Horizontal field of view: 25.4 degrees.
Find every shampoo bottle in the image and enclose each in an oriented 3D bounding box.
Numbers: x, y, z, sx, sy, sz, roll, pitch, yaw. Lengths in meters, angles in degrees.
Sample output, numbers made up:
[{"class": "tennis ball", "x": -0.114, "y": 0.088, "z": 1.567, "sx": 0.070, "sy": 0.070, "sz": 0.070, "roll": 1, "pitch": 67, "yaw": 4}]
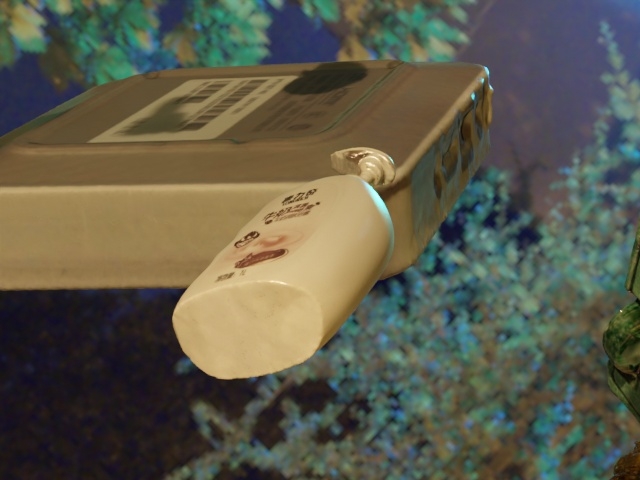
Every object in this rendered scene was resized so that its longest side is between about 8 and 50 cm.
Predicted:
[{"class": "shampoo bottle", "x": 0.000, "y": 0.000, "z": 0.613, "sx": 0.077, "sy": 0.045, "sz": 0.152, "roll": -15, "pitch": 19, "yaw": 34}]

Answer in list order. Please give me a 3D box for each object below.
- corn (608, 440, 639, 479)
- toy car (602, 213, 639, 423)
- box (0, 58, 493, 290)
[{"class": "corn", "x": 0.229, "y": 0.136, "z": 0.557, "sx": 0.106, "sy": 0.293, "sz": 0.106, "roll": -9, "pitch": -75, "yaw": -34}, {"class": "toy car", "x": 0.254, "y": 0.010, "z": 0.833, "sx": 0.097, "sy": 0.141, "sz": 0.321, "roll": -15, "pitch": -48, "yaw": -21}, {"class": "box", "x": -0.074, "y": -0.066, "z": 1.181, "sx": 0.396, "sy": 0.396, "sz": 0.111, "roll": -51, "pitch": -43, "yaw": -64}]
